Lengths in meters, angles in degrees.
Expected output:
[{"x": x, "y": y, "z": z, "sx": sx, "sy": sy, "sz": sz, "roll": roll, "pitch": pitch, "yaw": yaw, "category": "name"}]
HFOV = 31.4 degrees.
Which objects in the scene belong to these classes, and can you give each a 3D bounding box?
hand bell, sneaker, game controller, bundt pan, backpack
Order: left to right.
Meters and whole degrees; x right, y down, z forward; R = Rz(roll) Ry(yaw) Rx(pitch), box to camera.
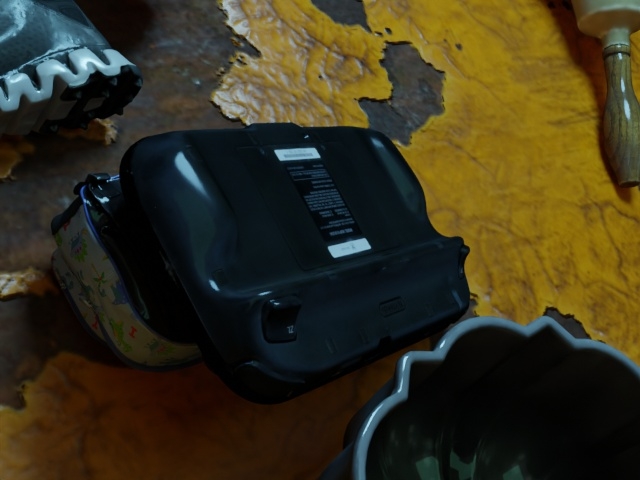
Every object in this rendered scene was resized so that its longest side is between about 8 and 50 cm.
[{"x": -0.223, "y": -0.105, "z": 0.682, "sx": 0.234, "sy": 0.078, "sz": 0.106, "roll": -22, "pitch": 75, "yaw": -45, "category": "sneaker"}, {"x": -0.098, "y": 0.021, "z": 0.685, "sx": 0.105, "sy": 0.084, "sz": 0.114, "roll": -14, "pitch": 70, "yaw": -43, "category": "backpack"}, {"x": 0.000, "y": 0.000, "z": 0.723, "sx": 0.166, "sy": 0.067, "sz": 0.319, "roll": 54, "pitch": 25, "yaw": 13, "category": "game controller"}, {"x": 0.124, "y": 0.218, "z": 0.699, "sx": 0.331, "sy": 0.124, "sz": 0.330, "roll": 16, "pitch": 56, "yaw": -26, "category": "bundt pan"}, {"x": 0.280, "y": -0.167, "z": 1.068, "sx": 0.126, "sy": 0.126, "sz": 0.242, "roll": 7, "pitch": 72, "yaw": -32, "category": "hand bell"}]
